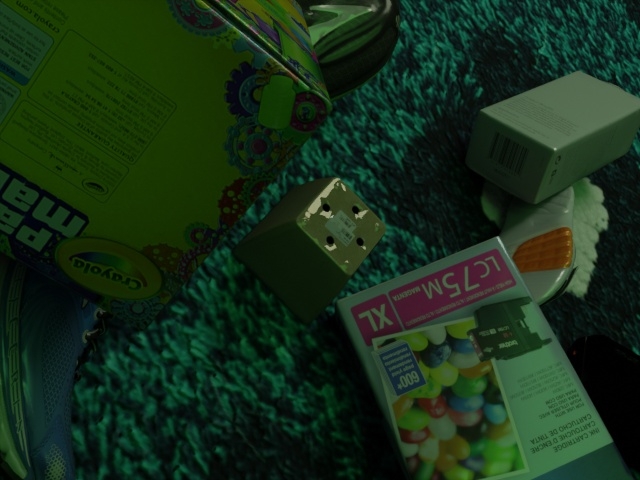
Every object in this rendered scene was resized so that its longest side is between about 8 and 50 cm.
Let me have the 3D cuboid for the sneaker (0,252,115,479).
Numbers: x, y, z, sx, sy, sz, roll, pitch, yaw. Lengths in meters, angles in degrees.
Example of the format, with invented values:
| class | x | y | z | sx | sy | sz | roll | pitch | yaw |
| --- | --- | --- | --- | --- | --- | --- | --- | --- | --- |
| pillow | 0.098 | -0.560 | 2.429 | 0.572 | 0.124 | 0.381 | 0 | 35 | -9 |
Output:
| class | x | y | z | sx | sy | sz | roll | pitch | yaw |
| --- | --- | --- | --- | --- | --- | --- | --- | --- | --- |
| sneaker | -0.190 | 0.032 | 0.548 | 0.147 | 0.130 | 0.330 | 7 | 68 | -24 |

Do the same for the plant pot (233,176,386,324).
| class | x | y | z | sx | sy | sz | roll | pitch | yaw |
| --- | --- | --- | --- | --- | --- | --- | --- | --- | --- |
| plant pot | 0.000 | 0.000 | 0.687 | 0.109 | 0.096 | 0.109 | 45 | 56 | -7 |

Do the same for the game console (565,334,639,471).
| class | x | y | z | sx | sy | sz | roll | pitch | yaw |
| --- | --- | --- | --- | --- | --- | --- | --- | --- | --- |
| game console | 0.356 | 0.302 | 0.805 | 0.213 | 0.044 | 0.361 | 28 | 61 | -17 |

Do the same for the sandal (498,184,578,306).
| class | x | y | z | sx | sy | sz | roll | pitch | yaw |
| --- | --- | --- | --- | --- | --- | --- | --- | --- | --- |
| sandal | 0.263 | 0.018 | 0.830 | 0.265 | 0.102 | 0.076 | -53 | 131 | -45 |

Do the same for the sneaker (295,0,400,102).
| class | x | y | z | sx | sy | sz | roll | pitch | yaw |
| --- | --- | --- | --- | --- | --- | --- | --- | --- | --- |
| sneaker | -0.117 | -0.250 | 0.652 | 0.483 | 0.202 | 0.185 | 6 | 69 | -28 |

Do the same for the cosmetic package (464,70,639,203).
| class | x | y | z | sx | sy | sz | roll | pitch | yaw |
| --- | --- | --- | --- | --- | --- | --- | --- | --- | --- |
| cosmetic package | 0.307 | -0.139 | 0.895 | 0.231 | 0.085 | 0.117 | -23 | 48 | -35 |

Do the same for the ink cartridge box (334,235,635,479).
| class | x | y | z | sx | sy | sz | roll | pitch | yaw |
| --- | --- | --- | --- | --- | --- | --- | --- | --- | --- |
| ink cartridge box | 0.156 | 0.167 | 0.657 | 0.186 | 0.065 | 0.311 | -21 | 71 | -7 |

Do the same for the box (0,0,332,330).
| class | x | y | z | sx | sy | sz | roll | pitch | yaw |
| --- | --- | --- | --- | --- | --- | --- | --- | --- | --- |
| box | -0.166 | -0.147 | 0.432 | 0.290 | 0.177 | 0.279 | 35 | 20 | -21 |
